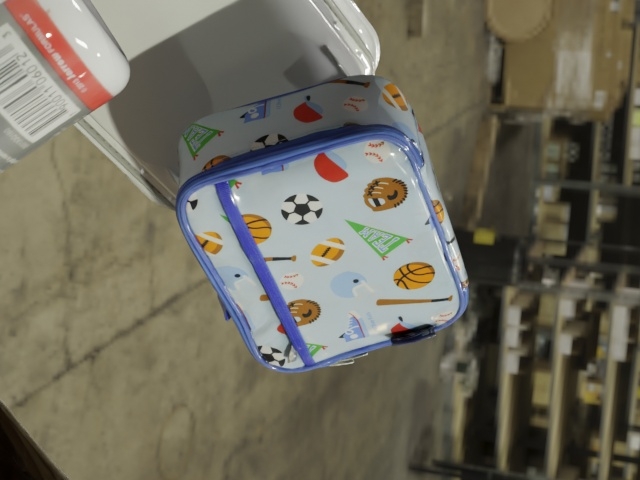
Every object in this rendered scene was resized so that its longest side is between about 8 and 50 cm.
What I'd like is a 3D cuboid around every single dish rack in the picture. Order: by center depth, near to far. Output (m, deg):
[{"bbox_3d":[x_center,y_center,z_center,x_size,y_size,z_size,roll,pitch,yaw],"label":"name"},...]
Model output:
[{"bbox_3d":[-0.114,-0.175,1.127,0.333,0.285,0.072,47,11,-38],"label":"dish rack"}]

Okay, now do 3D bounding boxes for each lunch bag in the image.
[{"bbox_3d":[0.000,0.000,1.133,0.115,0.243,0.303,-100,171,-46],"label":"lunch bag"}]

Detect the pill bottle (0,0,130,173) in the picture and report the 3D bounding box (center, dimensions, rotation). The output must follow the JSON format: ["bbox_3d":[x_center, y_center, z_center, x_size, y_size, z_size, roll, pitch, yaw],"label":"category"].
[{"bbox_3d":[-0.338,-0.101,0.868,0.210,0.363,0.210,56,-1,2],"label":"pill bottle"}]

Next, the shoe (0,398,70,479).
[{"bbox_3d":[-0.184,0.085,0.597,0.058,0.219,0.076,-49,168,33],"label":"shoe"}]
